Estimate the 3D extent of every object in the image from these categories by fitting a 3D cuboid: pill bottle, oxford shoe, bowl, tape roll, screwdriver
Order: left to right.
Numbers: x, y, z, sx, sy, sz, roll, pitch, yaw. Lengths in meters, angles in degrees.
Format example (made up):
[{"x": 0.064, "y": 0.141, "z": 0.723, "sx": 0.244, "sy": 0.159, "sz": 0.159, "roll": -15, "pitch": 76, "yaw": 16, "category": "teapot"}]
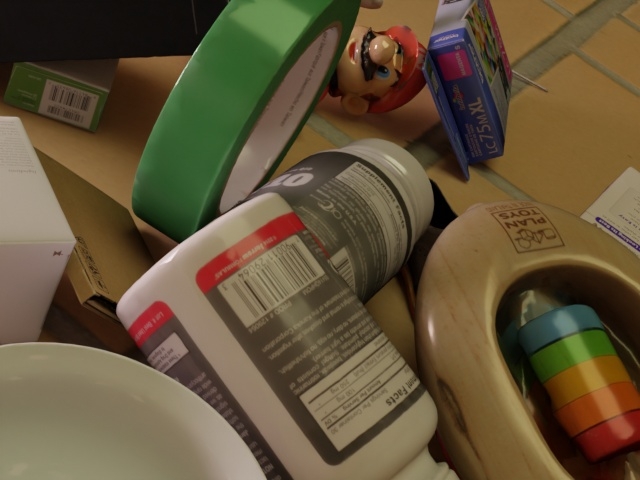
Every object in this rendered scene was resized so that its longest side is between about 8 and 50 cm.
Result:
[{"x": -0.186, "y": 0.225, "z": 0.845, "sx": 0.297, "sy": 0.134, "sz": 0.298, "roll": 19, "pitch": 36, "yaw": -15, "category": "bowl"}, {"x": -0.072, "y": -0.140, "z": 1.220, "sx": 0.077, "sy": 0.321, "sz": 0.321, "roll": 32, "pitch": 35, "yaw": 4, "category": "tape roll"}, {"x": -0.013, "y": 0.133, "z": 1.004, "sx": 0.319, "sy": 0.176, "sz": 0.176, "roll": 54, "pitch": 39, "yaw": 4, "category": "pill bottle"}, {"x": 0.000, "y": 0.000, "z": 1.234, "sx": 0.161, "sy": 0.161, "sz": 0.283, "roll": 36, "pitch": 35, "yaw": 11, "category": "pill bottle"}, {"x": 0.152, "y": 0.042, "z": 1.339, "sx": 0.096, "sy": 0.098, "sz": 0.271, "roll": -2, "pitch": 45, "yaw": -37, "category": "oxford shoe"}, {"x": 0.297, "y": -0.282, "z": 1.916, "sx": 0.169, "sy": 0.025, "sz": 0.024, "roll": 23, "pitch": 35, "yaw": -6, "category": "screwdriver"}]

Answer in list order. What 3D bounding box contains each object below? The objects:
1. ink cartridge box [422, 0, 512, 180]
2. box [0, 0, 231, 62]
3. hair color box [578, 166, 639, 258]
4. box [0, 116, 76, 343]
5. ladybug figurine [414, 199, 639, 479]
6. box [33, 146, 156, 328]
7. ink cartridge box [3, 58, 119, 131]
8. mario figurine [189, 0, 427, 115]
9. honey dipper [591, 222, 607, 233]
[{"x": 0.214, "y": -0.239, "z": 1.681, "sx": 0.311, "sy": 0.065, "sz": 0.186, "roll": -68, "pitch": 141, "yaw": -53, "category": "ink cartridge box"}, {"x": -0.286, "y": -0.365, "z": 1.262, "sx": 0.395, "sy": 0.294, "sz": 0.212, "roll": -1, "pitch": 38, "yaw": 3, "category": "box"}, {"x": 0.384, "y": 0.047, "z": 1.489, "sx": 0.185, "sy": 0.110, "sz": 0.339, "roll": 39, "pitch": 34, "yaw": 13, "category": "hair color box"}, {"x": -0.302, "y": -0.011, "z": 1.065, "sx": 0.091, "sy": 0.130, "sz": 0.170, "roll": -1, "pitch": 44, "yaw": -36, "category": "box"}, {"x": 0.238, "y": 0.160, "z": 1.151, "sx": 0.305, "sy": 0.162, "sz": 0.449, "roll": -8, "pitch": 59, "yaw": -22, "category": "ladybug figurine"}, {"x": -0.202, "y": 0.011, "z": 1.133, "sx": 0.164, "sy": 0.021, "sz": 0.201, "roll": 39, "pitch": 15, "yaw": -53, "category": "box"}, {"x": -0.291, "y": -0.221, "z": 1.398, "sx": 0.109, "sy": 0.062, "sz": 0.209, "roll": 18, "pitch": 36, "yaw": -13, "category": "ink cartridge box"}, {"x": 0.005, "y": -0.253, "z": 1.539, "sx": 0.320, "sy": 0.198, "sz": 0.170, "roll": 6, "pitch": 28, "yaw": -22, "category": "mario figurine"}, {"x": 0.362, "y": 0.044, "z": 1.363, "sx": 0.161, "sy": 0.030, "sz": 0.030, "roll": 45, "pitch": 38, "yaw": 18, "category": "honey dipper"}]
